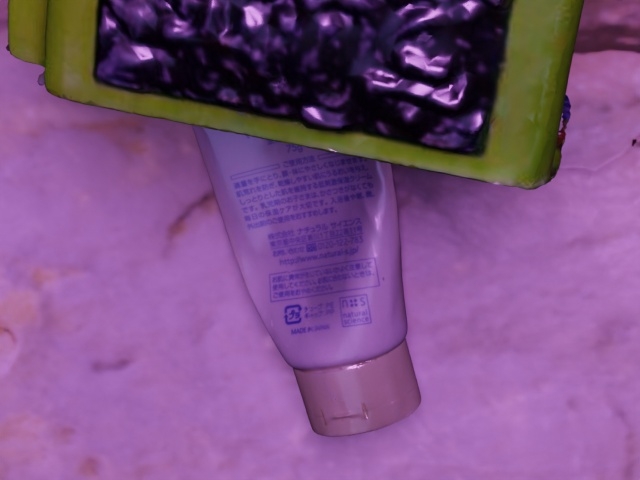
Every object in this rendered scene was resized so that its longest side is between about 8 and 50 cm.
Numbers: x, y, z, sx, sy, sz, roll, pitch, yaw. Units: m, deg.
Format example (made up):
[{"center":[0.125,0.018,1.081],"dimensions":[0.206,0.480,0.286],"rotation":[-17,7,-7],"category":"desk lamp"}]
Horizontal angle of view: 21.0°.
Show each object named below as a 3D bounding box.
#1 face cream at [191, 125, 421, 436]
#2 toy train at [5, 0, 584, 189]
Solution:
[{"center":[0.000,0.000,1.015],"dimensions":[0.114,0.070,0.224],"rotation":[-11,104,19],"category":"face cream"},{"center":[-0.003,-0.146,0.812],"dimensions":[0.307,0.249,0.173],"rotation":[12,119,7],"category":"toy train"}]
